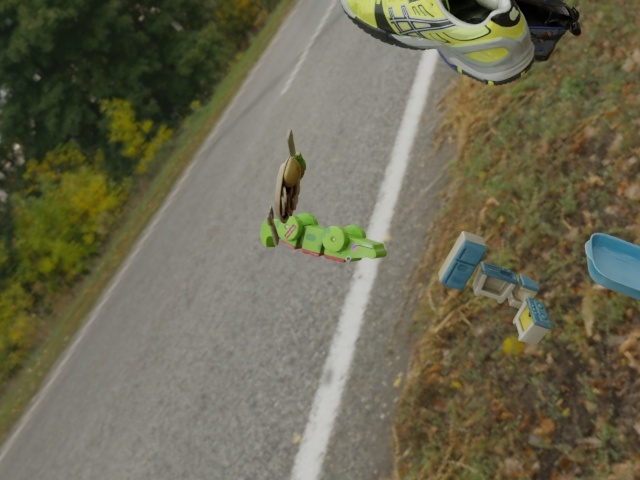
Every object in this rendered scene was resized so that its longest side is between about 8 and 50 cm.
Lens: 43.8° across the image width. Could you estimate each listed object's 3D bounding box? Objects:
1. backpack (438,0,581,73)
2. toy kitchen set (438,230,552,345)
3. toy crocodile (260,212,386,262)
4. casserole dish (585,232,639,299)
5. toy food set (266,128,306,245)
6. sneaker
[{"bbox_3d":[0.321,-0.454,1.570,0.213,0.263,0.276,-62,40,45],"label":"backpack"},{"bbox_3d":[0.371,0.100,1.650,0.166,0.207,0.122,-88,18,-56],"label":"toy kitchen set"},{"bbox_3d":[0.000,0.000,1.970,0.115,0.341,0.105,-8,-69,-64],"label":"toy crocodile"},{"bbox_3d":[0.534,0.054,1.372,0.114,0.188,0.037,-77,9,-46],"label":"casserole dish"},{"bbox_3d":[-0.053,-0.092,1.447,0.132,0.039,0.192,80,-160,-61],"label":"toy food set"},{"bbox_3d":[0.190,-0.402,1.341,0.385,0.147,0.145,29,69,29],"label":"sneaker"}]
